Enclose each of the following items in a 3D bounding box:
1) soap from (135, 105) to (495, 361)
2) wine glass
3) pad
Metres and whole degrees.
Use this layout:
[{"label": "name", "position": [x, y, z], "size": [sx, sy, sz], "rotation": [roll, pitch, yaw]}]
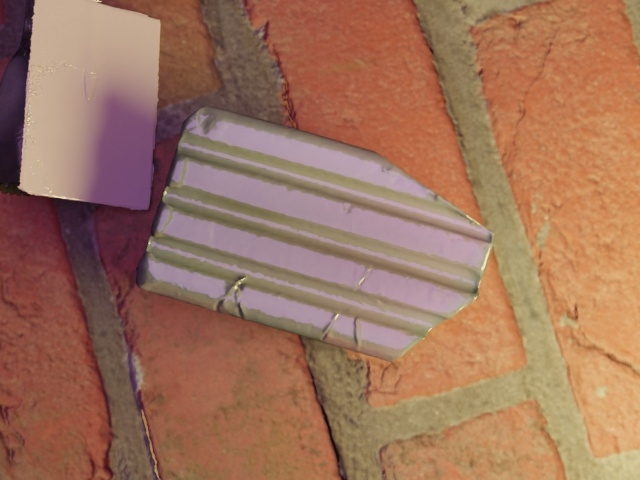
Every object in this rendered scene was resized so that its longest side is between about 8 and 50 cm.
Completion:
[{"label": "soap", "position": [0.000, 0.000, 0.975], "size": [0.347, 0.115, 0.208], "rotation": [16, 86, 3]}, {"label": "wine glass", "position": [-0.398, -0.203, 1.051], "size": [0.264, 0.096, 0.309], "rotation": [-3, 85, 25]}, {"label": "pad", "position": [-0.249, -0.155, 1.002], "size": [0.156, 0.004, 0.232], "rotation": [8, 81, -37]}]
